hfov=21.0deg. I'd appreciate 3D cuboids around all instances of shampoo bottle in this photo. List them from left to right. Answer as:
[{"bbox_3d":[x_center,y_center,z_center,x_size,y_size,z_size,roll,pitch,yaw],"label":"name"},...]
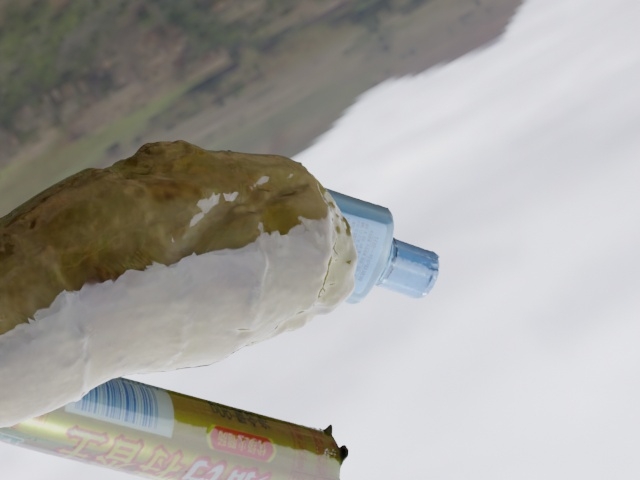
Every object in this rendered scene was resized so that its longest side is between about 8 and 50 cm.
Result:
[{"bbox_3d":[0.000,0.000,1.659,0.061,0.258,0.104,31,-80,60],"label":"shampoo bottle"}]

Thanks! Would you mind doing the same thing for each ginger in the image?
[{"bbox_3d":[-0.106,0.019,0.894,0.263,0.109,0.116,-19,148,-22],"label":"ginger"}]

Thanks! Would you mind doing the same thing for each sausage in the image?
[{"bbox_3d":[-0.137,0.141,1.307,0.371,0.082,0.082,19,152,-38],"label":"sausage"}]
